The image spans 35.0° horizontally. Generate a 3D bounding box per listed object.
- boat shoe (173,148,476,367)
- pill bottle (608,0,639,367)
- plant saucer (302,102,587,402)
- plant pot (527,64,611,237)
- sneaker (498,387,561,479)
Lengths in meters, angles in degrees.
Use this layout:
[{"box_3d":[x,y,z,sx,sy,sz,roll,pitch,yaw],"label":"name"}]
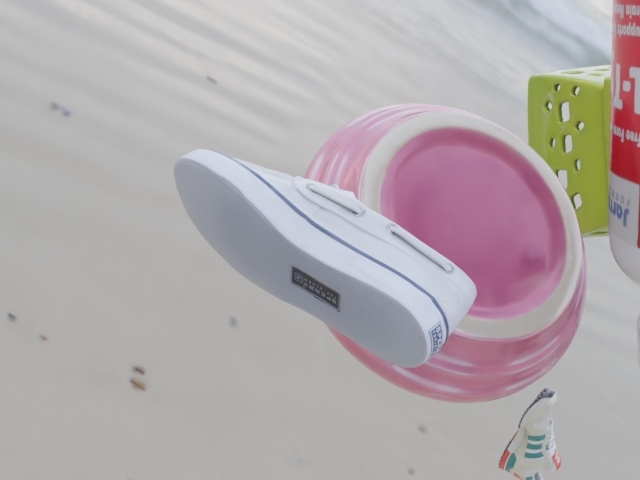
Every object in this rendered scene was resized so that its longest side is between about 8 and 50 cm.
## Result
[{"box_3d":[0.000,0.000,0.782,0.258,0.095,0.084,36,52,20],"label":"boat shoe"},{"box_3d":[0.354,-0.084,0.829,0.228,0.408,0.229,-3,15,1],"label":"pill bottle"},{"box_3d":[0.139,-0.005,1.038,0.332,0.084,0.332,9,63,-19],"label":"plant saucer"},{"box_3d":[0.415,-0.115,1.302,0.227,0.228,0.207,-7,7,-16],"label":"plant pot"},{"box_3d":[0.307,0.275,1.401,0.075,0.161,0.057,32,36,19],"label":"sneaker"}]
